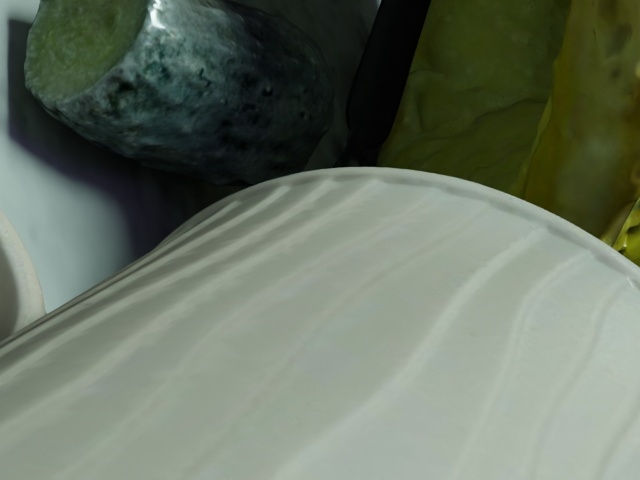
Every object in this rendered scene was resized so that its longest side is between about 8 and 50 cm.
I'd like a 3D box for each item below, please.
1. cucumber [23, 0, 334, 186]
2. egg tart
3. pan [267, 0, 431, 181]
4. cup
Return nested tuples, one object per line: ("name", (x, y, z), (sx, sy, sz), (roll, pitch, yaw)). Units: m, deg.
("cucumber", (-0.046, -0.052, 0.628), (0.112, 0.064, 0.064), (11, 63, -55))
("egg tart", (0.107, -0.085, 0.680), (0.120, 0.315, 0.315), (12, 51, -8))
("pan", (0.000, 0.000, 0.631), (0.136, 0.028, 0.235), (45, 56, -56))
("cup", (-0.035, 0.088, 0.400), (0.273, 0.208, 0.288), (-31, 100, -60))
